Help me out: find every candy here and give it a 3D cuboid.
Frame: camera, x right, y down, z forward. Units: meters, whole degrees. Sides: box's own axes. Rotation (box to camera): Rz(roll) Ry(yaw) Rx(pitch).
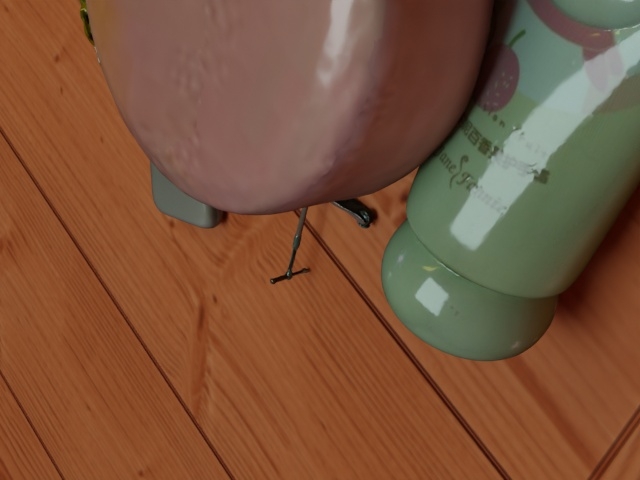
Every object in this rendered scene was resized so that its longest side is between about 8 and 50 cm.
[{"bbox_3d":[-0.022,-0.139,0.693,0.255,0.094,0.255,15,110,48],"label":"candy"}]

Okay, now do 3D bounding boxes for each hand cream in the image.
[{"bbox_3d":[0.121,-0.077,0.669,0.147,0.093,0.305,48,128,35],"label":"hand cream"}]

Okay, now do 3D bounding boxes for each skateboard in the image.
[{"bbox_3d":[0.000,0.000,0.903,0.064,0.032,0.083,37,129,28],"label":"skateboard"}]

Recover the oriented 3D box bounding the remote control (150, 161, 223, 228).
[{"bbox_3d":[-0.094,-0.136,0.982,0.067,0.029,0.261,19,119,41],"label":"remote control"}]

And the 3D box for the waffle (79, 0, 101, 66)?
[{"bbox_3d":[-0.066,-0.210,0.849,0.302,0.068,0.325,-32,82,46],"label":"waffle"}]
